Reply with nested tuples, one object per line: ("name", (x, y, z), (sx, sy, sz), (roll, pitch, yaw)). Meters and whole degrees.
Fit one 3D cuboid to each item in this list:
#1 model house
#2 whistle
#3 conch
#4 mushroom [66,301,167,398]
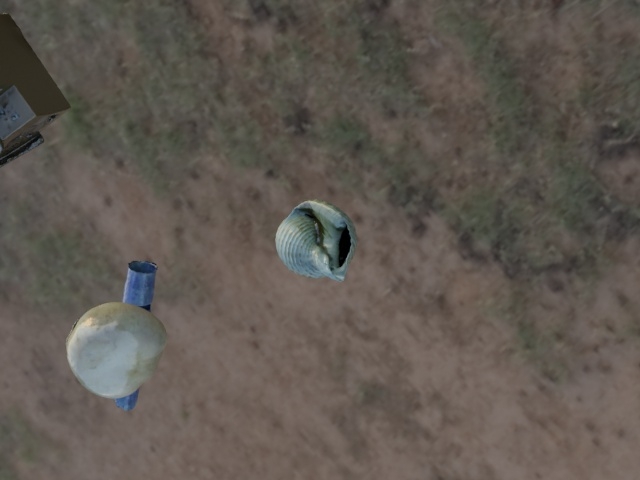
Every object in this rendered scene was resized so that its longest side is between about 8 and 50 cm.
("model house", (-0.502, -0.168, 1.556), (0.248, 0.176, 0.181), (-35, 89, 19))
("whistle", (-0.366, 0.187, 2.242), (0.062, 0.062, 0.304), (25, 114, 32))
("conch", (0.002, -0.002, 1.858), (0.153, 0.102, 0.135), (25, 111, 24))
("mushroom", (-0.306, 0.160, 1.733), (0.122, 0.154, 0.154), (-118, 10, -65))
